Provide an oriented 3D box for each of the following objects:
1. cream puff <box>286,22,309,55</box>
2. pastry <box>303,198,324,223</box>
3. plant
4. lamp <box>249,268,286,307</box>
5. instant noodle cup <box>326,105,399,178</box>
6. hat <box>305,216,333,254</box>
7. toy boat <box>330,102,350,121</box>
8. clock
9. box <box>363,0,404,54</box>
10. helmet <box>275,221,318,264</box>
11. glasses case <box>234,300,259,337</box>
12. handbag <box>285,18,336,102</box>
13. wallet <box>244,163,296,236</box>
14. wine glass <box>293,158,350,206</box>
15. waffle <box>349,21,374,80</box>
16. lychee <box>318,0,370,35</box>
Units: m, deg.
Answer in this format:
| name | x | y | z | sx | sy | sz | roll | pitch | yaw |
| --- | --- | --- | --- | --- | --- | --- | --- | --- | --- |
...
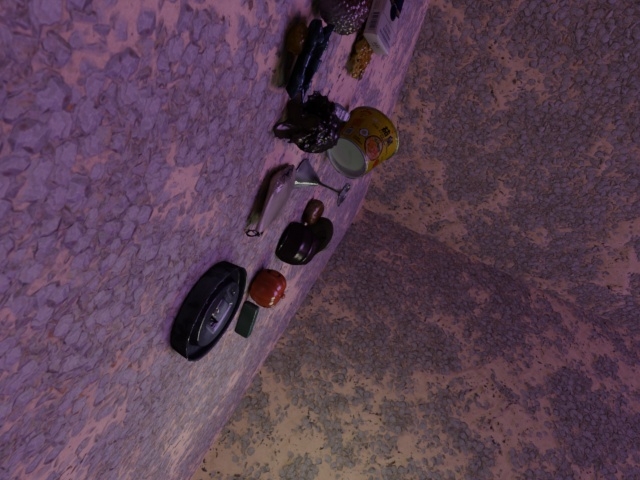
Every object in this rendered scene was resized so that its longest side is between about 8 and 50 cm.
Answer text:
| name | x | y | z | sx | sy | sz | roll | pitch | yaw |
| --- | --- | --- | --- | --- | --- | --- | --- | --- | --- |
| cream puff | -0.067 | -0.579 | 1.216 | 0.083 | 0.058 | 0.083 | 118 | -12 | -50 |
| pastry | -0.037 | -0.156 | 2.362 | 0.153 | 0.081 | 0.153 | -58 | 172 | -14 |
| plant | -0.031 | -0.411 | 1.495 | 0.234 | 0.204 | 0.178 | 17 | 60 | -67 |
| lamp | -0.243 | 0.234 | 2.047 | 0.187 | 0.164 | 0.187 | -60 | 172 | -15 |
| instant noodle cup | 0.199 | -0.483 | 2.174 | 0.254 | 0.326 | 0.325 | -46 | 162 | -30 |
| hat | 0.000 | 0.000 | 2.411 | 0.110 | 0.252 | 0.252 | 38 | 76 | -43 |
| toy boat | 0.079 | -0.571 | 1.904 | 0.078 | 0.085 | 0.260 | -66 | 170 | 16 |
| clock | -0.400 | 0.255 | 1.558 | 0.386 | 0.077 | 0.386 | -61 | 170 | -19 |
| box | 0.271 | -0.946 | 1.791 | 0.168 | 0.071 | 0.259 | 17 | 91 | -62 |
| helmet | -0.101 | 0.031 | 2.242 | 0.224 | 0.177 | 0.305 | -66 | 169 | 1 |
| glasses case | -0.359 | 0.387 | 2.078 | 0.039 | 0.078 | 0.184 | -39 | 154 | -62 |
| handbag | -0.031 | -0.535 | 1.265 | 0.179 | 0.062 | 0.229 | -107 | -142 | -60 |
| wallet | -0.179 | -0.165 | 1.690 | 0.274 | 0.068 | 0.335 | -64 | 177 | 22 |
| wine glass | 0.007 | -0.253 | 1.908 | 0.156 | 0.232 | 0.156 | -60 | 169 | -20 |
| waffle | 0.200 | -0.859 | 1.901 | 0.280 | 0.060 | 0.262 | -52 | 161 | -55 |
| lychee | 0.074 | -0.722 | 1.285 | 0.165 | 0.165 | 0.197 | -59 | -179 | -24 |
